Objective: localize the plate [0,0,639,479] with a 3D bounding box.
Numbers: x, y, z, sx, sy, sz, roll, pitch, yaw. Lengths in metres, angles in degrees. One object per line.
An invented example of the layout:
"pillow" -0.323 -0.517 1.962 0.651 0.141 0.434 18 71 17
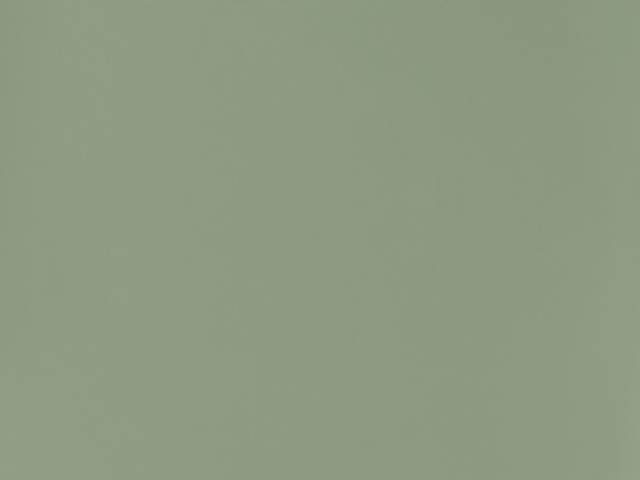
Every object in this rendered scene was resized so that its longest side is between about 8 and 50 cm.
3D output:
"plate" 0.000 0.000 0.403 0.278 0.045 0.277 17 75 -32
